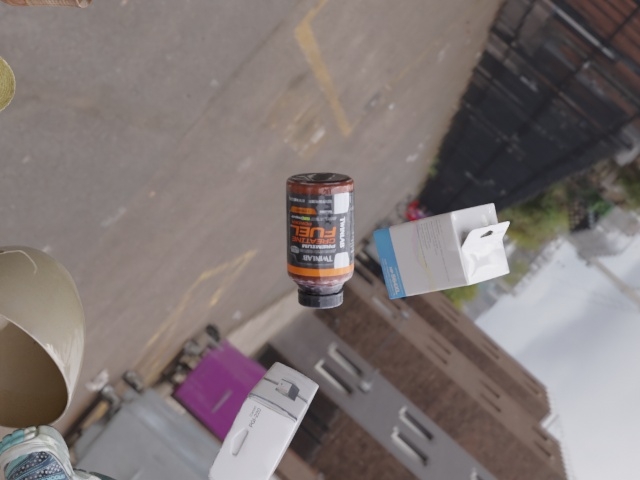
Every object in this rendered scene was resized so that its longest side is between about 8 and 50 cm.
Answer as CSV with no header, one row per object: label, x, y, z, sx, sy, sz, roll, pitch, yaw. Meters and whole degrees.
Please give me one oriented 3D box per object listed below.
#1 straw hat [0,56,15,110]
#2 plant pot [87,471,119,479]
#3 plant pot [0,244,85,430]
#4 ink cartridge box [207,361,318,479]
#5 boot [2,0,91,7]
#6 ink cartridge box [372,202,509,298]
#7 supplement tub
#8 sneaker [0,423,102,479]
straw hat,-0.649,-0.302,1.932,0.144,0.144,0.061,-49,-151,11
plant pot,-0.352,0.586,1.913,0.195,0.290,0.290,-63,-178,-22
plant pot,-0.465,0.117,1.522,0.284,0.284,0.191,-52,-168,44
ink cartridge box,-0.088,0.303,1.654,0.158,0.092,0.218,-63,174,9
boot,-0.274,-0.312,0.922,0.073,0.152,0.197,-26,128,-78
ink cartridge box,0.154,0.012,1.252,0.143,0.090,0.092,-13,180,45
supplement tub,0.000,0.000,1.558,0.106,0.106,0.198,-38,128,-70
sneaker,-0.363,0.378,1.424,0.110,0.122,0.283,-22,138,1
